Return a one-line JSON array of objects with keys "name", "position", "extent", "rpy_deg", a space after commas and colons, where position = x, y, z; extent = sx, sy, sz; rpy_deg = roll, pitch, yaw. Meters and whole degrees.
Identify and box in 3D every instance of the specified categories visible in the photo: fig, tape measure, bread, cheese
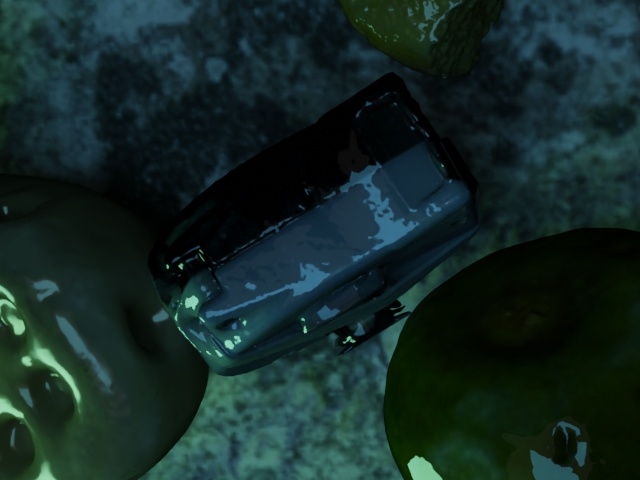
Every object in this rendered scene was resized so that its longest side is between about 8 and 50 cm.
[{"name": "fig", "position": [0.159, 0.134, 1.055], "extent": [0.206, 0.206, 0.275], "rpy_deg": [-11, 126, 21]}, {"name": "tape measure", "position": [0.001, 0.001, 1.043], "extent": [0.182, 0.181, 0.107], "rpy_deg": [-34, 78, 9]}, {"name": "bread", "position": [0.068, -0.172, 1.020], "extent": [0.125, 0.086, 0.156], "rpy_deg": [46, 112, 10]}, {"name": "cheese", "position": [-0.172, 0.067, 1.141], "extent": [0.235, 0.117, 0.218], "rpy_deg": [35, 125, 28]}]
